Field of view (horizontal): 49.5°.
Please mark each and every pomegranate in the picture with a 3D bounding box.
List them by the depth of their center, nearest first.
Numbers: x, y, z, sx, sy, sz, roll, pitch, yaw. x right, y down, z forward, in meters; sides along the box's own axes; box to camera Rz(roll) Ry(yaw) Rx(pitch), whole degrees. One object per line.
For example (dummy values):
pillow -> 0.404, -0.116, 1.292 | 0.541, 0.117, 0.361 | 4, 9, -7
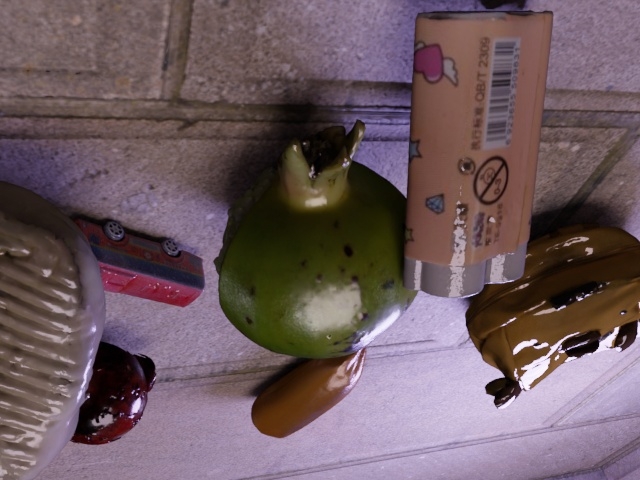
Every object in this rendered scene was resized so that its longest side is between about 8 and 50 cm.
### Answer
pomegranate -> 0.000, 0.000, 0.824 | 0.261, 0.260, 0.340 | -10, 143, -10

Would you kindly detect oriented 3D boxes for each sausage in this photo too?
sausage -> -0.007, 0.279, 1.343 | 0.112, 0.112, 0.328 | 19, 130, -42

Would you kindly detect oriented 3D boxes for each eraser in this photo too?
eraser -> 0.169, -0.093, 0.744 | 0.171, 0.087, 0.290 | -13, 113, -33

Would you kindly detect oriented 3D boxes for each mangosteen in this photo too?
mangosteen -> -0.341, 0.233, 1.085 | 0.166, 0.166, 0.180 | -26, 172, 13

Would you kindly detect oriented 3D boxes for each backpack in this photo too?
backpack -> 0.414, 0.123, 1.213 | 0.354, 0.201, 0.378 | -27, 148, 8

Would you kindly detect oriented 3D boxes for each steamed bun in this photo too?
steamed bun -> -0.386, 0.091, 0.753 | 0.310, 0.219, 0.324 | 0, 101, -9

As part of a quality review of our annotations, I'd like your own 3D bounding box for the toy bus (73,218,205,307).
toy bus -> -0.239, 0.032, 0.900 | 0.192, 0.077, 0.065 | 20, 130, -43
